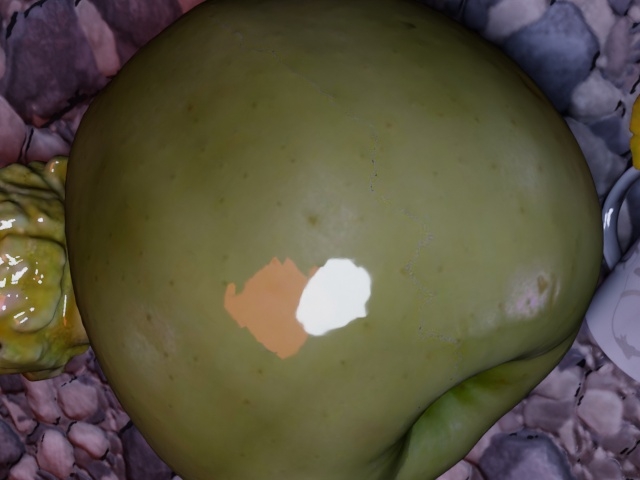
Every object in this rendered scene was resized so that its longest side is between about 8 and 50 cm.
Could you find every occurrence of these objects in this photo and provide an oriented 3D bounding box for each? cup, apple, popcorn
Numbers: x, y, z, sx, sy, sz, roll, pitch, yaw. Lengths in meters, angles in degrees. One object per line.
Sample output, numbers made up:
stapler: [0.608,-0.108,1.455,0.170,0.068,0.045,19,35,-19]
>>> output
cup: [0.236,0.015,1.119,0.136,0.099,0.133,41,126,11]
apple: [0.000,0.000,1.117,0.357,0.357,0.357,13,116,28]
popcorn: [-0.261,0.032,1.393,0.187,0.185,0.167,-33,72,46]

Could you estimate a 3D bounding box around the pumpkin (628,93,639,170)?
pumpkin: [0.321,-0.091,1.017,0.248,0.126,0.131,17,113,45]
